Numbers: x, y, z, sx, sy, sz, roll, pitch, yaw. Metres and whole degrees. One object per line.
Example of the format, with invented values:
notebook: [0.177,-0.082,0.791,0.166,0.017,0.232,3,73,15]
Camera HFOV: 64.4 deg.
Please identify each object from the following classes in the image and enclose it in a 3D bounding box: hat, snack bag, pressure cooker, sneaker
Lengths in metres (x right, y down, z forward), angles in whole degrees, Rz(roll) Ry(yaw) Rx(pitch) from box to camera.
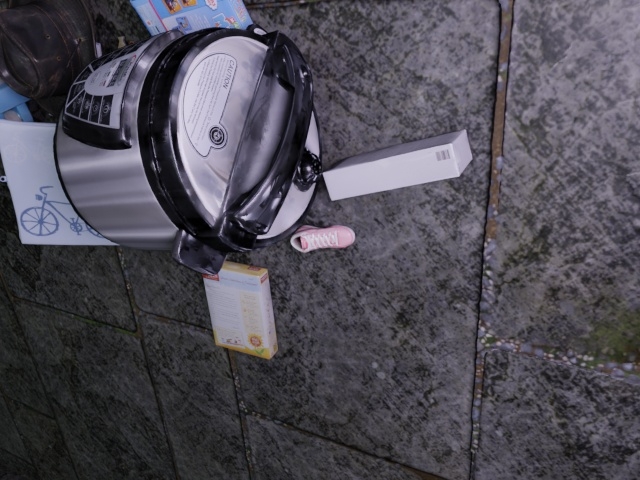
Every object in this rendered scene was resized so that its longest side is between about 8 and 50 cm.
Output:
hat: [-0.633,-0.413,1.108,0.331,0.134,0.331,13,119,25]
snack bag: [-0.604,-0.135,1.247,0.323,0.037,0.343,1,121,-7]
pressure cooker: [-0.194,-0.163,0.876,0.420,0.375,0.370,1,112,37]
sneaker: [0.000,0.000,1.045,0.134,0.070,0.051,4,114,27]

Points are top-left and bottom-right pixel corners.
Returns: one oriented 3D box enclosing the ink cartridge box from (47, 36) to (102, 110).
ink cartridge box: [-0.568,-0.376,1.197,0.206,0.045,0.208,20,123,20]

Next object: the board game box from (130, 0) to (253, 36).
board game box: [-0.231,-0.407,0.957,0.211,0.039,0.160,1,138,30]

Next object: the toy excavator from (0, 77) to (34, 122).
toy excavator: [-0.812,-0.289,1.312,0.432,0.222,0.445,14,134,23]

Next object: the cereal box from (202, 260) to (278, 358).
cereal box: [-0.199,0.169,1.258,0.173,0.047,0.240,9,118,26]

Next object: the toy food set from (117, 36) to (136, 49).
toy food set: [-0.411,-0.383,1.122,0.077,0.019,0.122,15,113,23]

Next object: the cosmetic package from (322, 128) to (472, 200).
cosmetic package: [0.132,-0.129,0.887,0.239,0.099,0.060,-8,112,33]
